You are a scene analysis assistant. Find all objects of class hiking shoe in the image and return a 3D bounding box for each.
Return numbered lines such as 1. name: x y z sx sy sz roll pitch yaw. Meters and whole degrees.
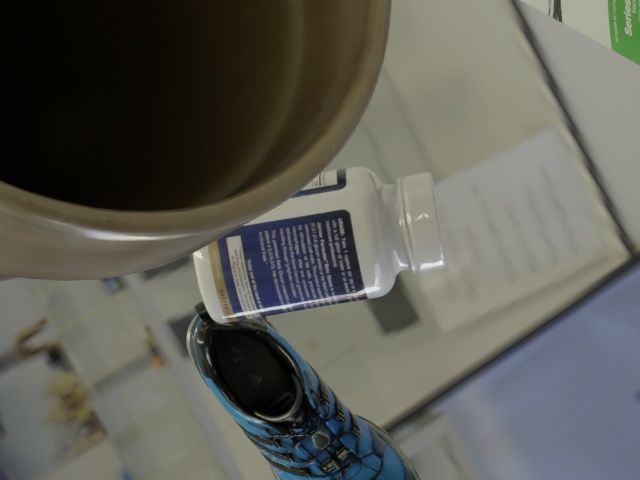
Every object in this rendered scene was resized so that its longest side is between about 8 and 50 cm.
1. hiking shoe: -0.019 0.182 1.698 0.304 0.113 0.132 44 -179 2

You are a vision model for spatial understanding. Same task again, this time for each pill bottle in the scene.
1. pill bottle: 0.000 0.000 1.268 0.094 0.169 0.094 -9 -90 -85

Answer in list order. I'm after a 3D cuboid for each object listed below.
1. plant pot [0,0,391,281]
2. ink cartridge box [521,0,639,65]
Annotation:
1. plant pot: -0.177 -0.106 0.812 0.280 0.323 0.323 -30 91 47
2. ink cartridge box: 0.257 -0.240 1.499 0.208 0.153 0.087 37 148 44
